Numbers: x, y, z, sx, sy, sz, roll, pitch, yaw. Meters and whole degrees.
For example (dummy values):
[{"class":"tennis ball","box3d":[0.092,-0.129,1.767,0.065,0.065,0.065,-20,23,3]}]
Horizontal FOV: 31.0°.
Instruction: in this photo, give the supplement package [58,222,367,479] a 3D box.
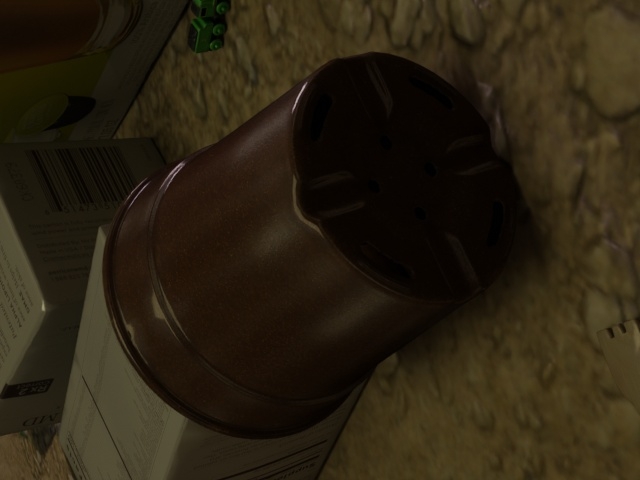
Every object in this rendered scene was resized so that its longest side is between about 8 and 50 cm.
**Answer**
[{"class":"supplement package","box3d":[-0.078,0.103,0.766,0.139,0.134,0.244,58,146,29]}]

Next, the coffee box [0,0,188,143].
[{"class":"coffee box","box3d":[-0.330,-0.246,0.852,0.337,0.334,0.338,-43,65,58]}]

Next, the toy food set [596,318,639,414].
[{"class":"toy food set","box3d":[0.170,0.067,0.417,0.192,0.038,0.132,-38,69,59]}]

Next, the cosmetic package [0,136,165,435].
[{"class":"cosmetic package","box3d":[-0.200,0.035,0.904,0.151,0.151,0.184,60,136,26]}]

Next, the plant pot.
[{"class":"plant pot","box3d":[0.000,0.000,0.577,0.165,0.167,0.167,-34,72,51]}]

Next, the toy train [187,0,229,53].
[{"class":"toy train","box3d":[-0.072,-0.159,0.758,0.017,0.023,0.083,54,144,34]}]
